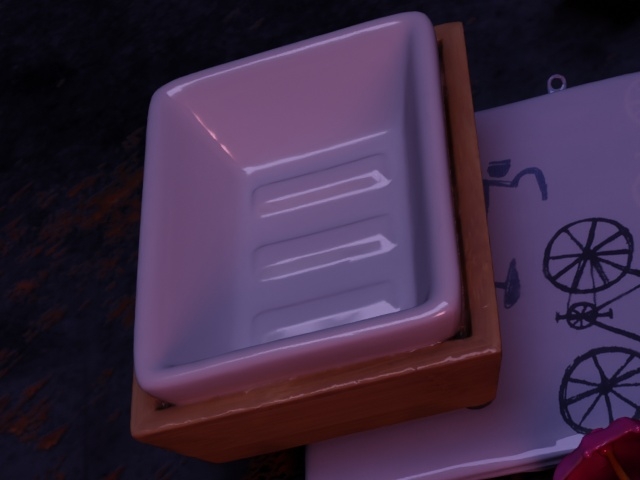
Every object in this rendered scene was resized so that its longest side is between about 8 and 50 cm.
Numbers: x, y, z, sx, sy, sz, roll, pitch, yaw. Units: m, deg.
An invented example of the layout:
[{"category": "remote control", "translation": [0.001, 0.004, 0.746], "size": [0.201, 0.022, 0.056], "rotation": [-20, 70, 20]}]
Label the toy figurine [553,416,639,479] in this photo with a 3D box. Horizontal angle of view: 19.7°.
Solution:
[{"category": "toy figurine", "translation": [0.194, 0.165, 1.007], "size": [0.159, 0.130, 0.173], "rotation": [12, 79, 50]}]

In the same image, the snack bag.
[{"category": "snack bag", "translation": [0.150, 0.017, 1.198], "size": [0.343, 0.037, 0.323], "rotation": [-13, 46, 15]}]

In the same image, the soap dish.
[{"category": "soap dish", "translation": [0.000, 0.000, 1.176], "size": [0.229, 0.118, 0.291], "rotation": [-15, 45, 14]}]
